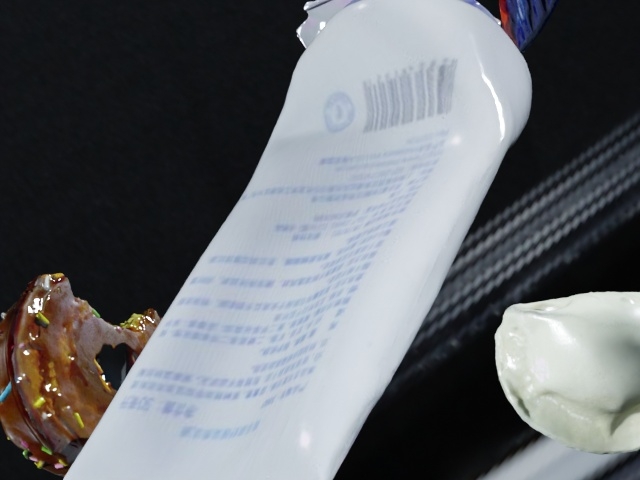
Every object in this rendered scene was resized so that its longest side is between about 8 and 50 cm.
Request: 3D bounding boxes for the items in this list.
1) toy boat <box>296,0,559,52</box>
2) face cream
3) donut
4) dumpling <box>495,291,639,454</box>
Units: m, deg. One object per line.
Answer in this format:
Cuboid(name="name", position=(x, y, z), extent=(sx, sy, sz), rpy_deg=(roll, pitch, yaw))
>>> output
Cuboid(name="toy boat", position=(0.129, -0.264, 1.474), extent=(0.318, 0.219, 0.072), rpy_deg=(-42, -17, 17))
Cuboid(name="face cream", position=(0.000, 0.000, 0.811), extent=(0.137, 0.235, 0.420), rpy_deg=(51, -127, -26))
Cuboid(name="donut", position=(-0.243, 0.150, 1.405), extent=(0.096, 0.216, 0.230), rpy_deg=(-23, -22, 32))
Cuboid(name="dumpling", position=(0.236, 0.108, 1.094), extent=(0.169, 0.100, 0.134), rpy_deg=(-5, -86, -14))
